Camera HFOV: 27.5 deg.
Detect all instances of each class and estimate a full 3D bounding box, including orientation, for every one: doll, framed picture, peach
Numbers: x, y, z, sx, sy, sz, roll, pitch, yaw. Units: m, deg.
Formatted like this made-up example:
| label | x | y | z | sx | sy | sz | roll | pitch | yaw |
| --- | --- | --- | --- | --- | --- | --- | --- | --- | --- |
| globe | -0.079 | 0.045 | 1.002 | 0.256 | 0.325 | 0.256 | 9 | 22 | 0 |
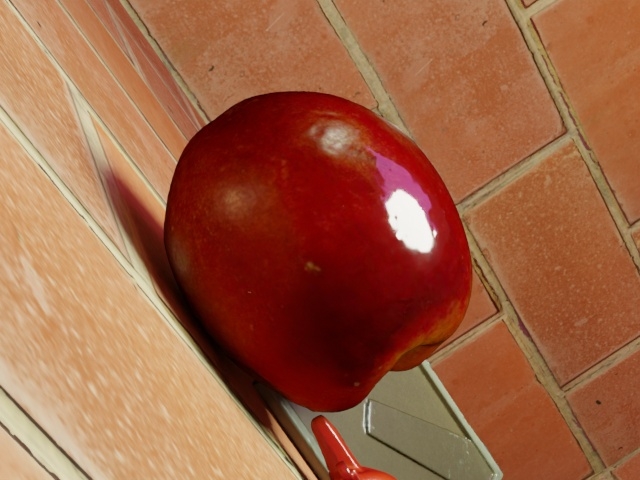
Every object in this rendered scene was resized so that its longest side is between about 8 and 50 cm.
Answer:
| label | x | y | z | sx | sy | sz | roll | pitch | yaw |
| --- | --- | --- | --- | --- | --- | --- | --- | --- | --- |
| doll | 0.047 | 0.208 | 0.952 | 0.169 | 0.057 | 0.109 | 54 | 1 | -41 |
| framed picture | 0.056 | 0.159 | 1.083 | 0.250 | 0.016 | 0.184 | 56 | 40 | -15 |
| peach | 0.000 | 0.000 | 0.953 | 0.243 | 0.199 | 0.243 | 50 | 17 | -21 |
